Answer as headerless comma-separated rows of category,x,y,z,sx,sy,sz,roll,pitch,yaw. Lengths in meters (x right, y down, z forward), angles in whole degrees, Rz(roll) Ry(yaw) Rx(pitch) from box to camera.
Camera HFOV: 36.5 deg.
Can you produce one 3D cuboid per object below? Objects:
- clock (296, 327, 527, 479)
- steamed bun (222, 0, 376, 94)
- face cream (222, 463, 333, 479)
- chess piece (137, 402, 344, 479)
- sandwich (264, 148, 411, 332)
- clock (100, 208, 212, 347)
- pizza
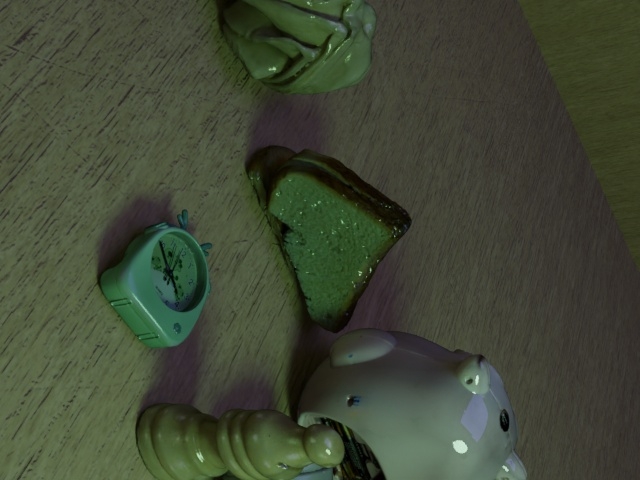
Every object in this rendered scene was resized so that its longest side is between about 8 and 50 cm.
clock,0.151,0.333,1.723,0.250,0.376,0.368,-41,115,-47
steamed bun,-0.056,-0.399,1.722,0.203,0.276,0.289,-39,139,-41
face cream,-0.066,0.402,1.555,0.177,0.177,0.153,2,81,-55
chess piece,-0.107,0.293,1.406,0.124,0.307,0.139,-21,100,-56
sandwich,0.002,-0.002,1.757,0.254,0.288,0.099,31,34,6
clock,-0.236,0.050,1.497,0.159,0.066,0.211,59,39,-28
pizza,-0.052,-0.055,1.820,0.181,0.034,0.262,-31,108,-54
